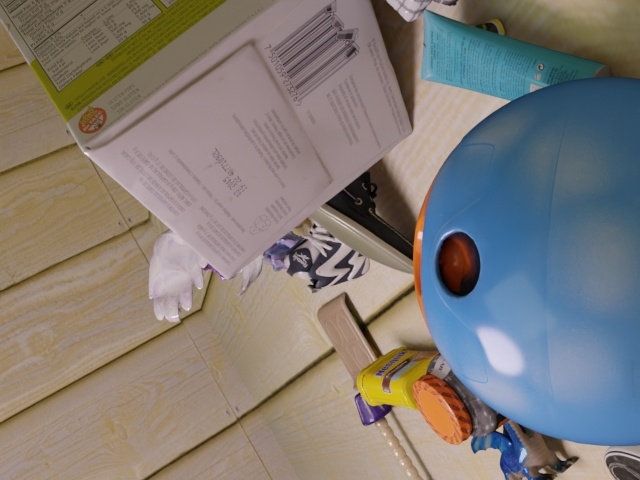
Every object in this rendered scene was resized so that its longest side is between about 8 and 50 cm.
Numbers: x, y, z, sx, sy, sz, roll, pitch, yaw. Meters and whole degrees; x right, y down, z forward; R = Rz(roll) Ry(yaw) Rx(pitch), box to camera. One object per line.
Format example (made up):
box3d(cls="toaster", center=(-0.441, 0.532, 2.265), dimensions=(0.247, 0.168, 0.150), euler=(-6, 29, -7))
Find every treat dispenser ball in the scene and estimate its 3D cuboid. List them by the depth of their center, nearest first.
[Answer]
box3d(cls="treat dispenser ball", center=(0.219, 0.016, 0.532), dimensions=(0.288, 0.288, 0.288), euler=(48, 154, 32))

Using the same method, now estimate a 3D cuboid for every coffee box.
box3d(cls="coffee box", center=(-0.139, -0.222, 0.859), dimensions=(0.334, 0.338, 0.338), euler=(48, 176, 32))

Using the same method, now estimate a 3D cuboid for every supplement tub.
box3d(cls="supplement tub", center=(0.219, 0.171, 0.851), dimensions=(0.117, 0.190, 0.117), euler=(47, 154, 33))

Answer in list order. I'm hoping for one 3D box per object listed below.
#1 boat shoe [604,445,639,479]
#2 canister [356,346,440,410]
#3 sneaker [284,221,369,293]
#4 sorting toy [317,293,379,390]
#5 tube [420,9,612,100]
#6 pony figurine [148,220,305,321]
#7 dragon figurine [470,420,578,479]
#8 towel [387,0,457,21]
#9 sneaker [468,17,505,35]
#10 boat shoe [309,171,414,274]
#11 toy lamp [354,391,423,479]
box3d(cls="boat shoe", center=(0.411, 0.314, 0.755), dimensions=(0.219, 0.070, 0.078), euler=(34, 145, 50))
box3d(cls="canister", center=(0.155, 0.244, 1.174), dimensions=(0.073, 0.126, 0.170), euler=(63, 156, -3))
box3d(cls="sneaker", center=(0.000, 0.000, 1.188), dimensions=(0.094, 0.153, 0.235), euler=(41, 151, 38))
box3d(cls="sorting toy", center=(0.070, 0.228, 1.472), dimensions=(0.208, 0.038, 0.193), euler=(64, 159, 7))
box3d(cls="tube", center=(0.181, -0.173, 0.663), dimensions=(0.207, 0.052, 0.080), euler=(30, 134, 37))
box3d(cls="pony figurine", center=(-0.182, -0.038, 1.280), dimensions=(0.302, 0.363, 0.351), euler=(-21, 73, 32))
box3d(cls="dragon figurine", center=(0.290, 0.316, 1.009), dimensions=(0.144, 0.085, 0.289), euler=(51, 156, 25))
box3d(cls="towel", center=(0.077, -0.389, 0.608), dimensions=(0.284, 0.121, 0.235), euler=(57, 160, 8))
box3d(cls="sneaker", center=(0.162, -0.220, 0.721), dimensions=(0.083, 0.035, 0.031), euler=(-6, 108, 65))
box3d(cls="boat shoe", center=(0.033, -0.071, 1.050), dimensions=(0.340, 0.113, 0.127), euler=(31, 168, 2))
box3d(cls="toy lamp", center=(0.166, 0.454, 1.470), dimensions=(0.275, 0.080, 0.080), euler=(59, 158, 3))
